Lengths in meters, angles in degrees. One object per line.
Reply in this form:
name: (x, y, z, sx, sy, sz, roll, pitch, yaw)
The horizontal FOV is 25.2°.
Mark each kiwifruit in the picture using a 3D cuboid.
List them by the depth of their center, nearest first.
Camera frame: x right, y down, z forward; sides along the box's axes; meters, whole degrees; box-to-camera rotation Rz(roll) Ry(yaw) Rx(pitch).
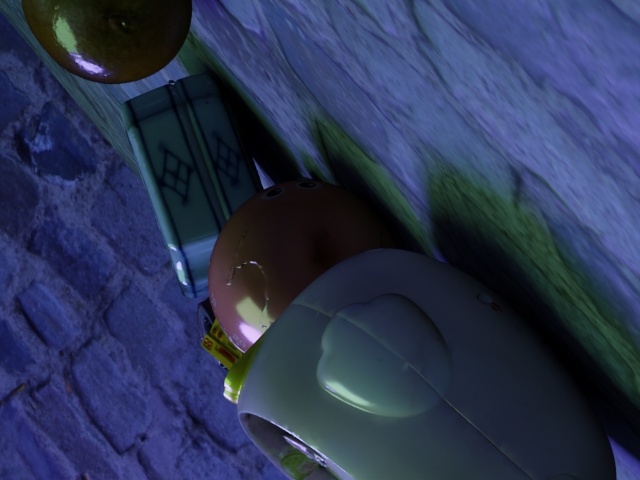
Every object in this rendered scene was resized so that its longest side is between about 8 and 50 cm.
kiwifruit: (-0.250, -0.283, 1.666, 0.196, 0.196, 0.234, 55, 174, -23)

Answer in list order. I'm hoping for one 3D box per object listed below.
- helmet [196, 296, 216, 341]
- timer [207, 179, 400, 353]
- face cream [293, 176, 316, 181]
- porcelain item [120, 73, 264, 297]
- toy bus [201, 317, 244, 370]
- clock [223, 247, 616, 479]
helmet: (-0.062, 0.194, 2.608, 0.338, 0.197, 0.271, 45, 163, 3)
timer: (-0.018, 0.043, 1.690, 0.229, 0.229, 0.215, 51, 161, 4)
face cream: (0.021, 0.064, 1.845, 0.291, 0.144, 0.071, 53, 163, 1)
porcelain item: (-0.168, -0.075, 2.025, 0.281, 0.157, 0.286, 105, 145, -80)
toy bus: (0.001, 0.162, 2.090, 0.331, 0.151, 0.145, 15, -168, -42)
clock: (0.127, 0.188, 1.444, 0.376, 0.250, 0.368, 33, 162, 24)
